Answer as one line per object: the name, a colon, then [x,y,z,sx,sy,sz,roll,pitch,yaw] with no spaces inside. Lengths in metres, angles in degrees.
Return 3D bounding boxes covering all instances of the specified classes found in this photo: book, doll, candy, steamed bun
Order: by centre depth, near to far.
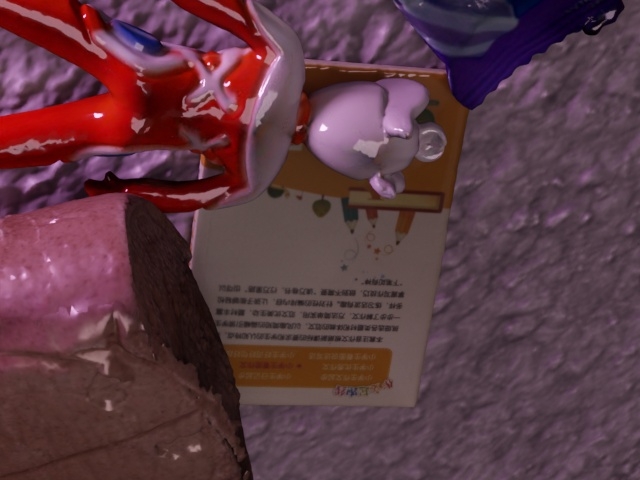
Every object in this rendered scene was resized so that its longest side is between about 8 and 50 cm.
doll: [-0.093,-0.101,1.138,0.384,0.099,0.188,11,118,-9]
steamed bun: [-0.184,0.086,1.153,0.252,0.199,0.301,-12,137,9]
candy: [0.090,-0.223,1.159,0.145,0.070,0.275,-40,112,11]
book: [0.000,0.000,1.259,0.208,0.020,0.295,3,112,-15]
